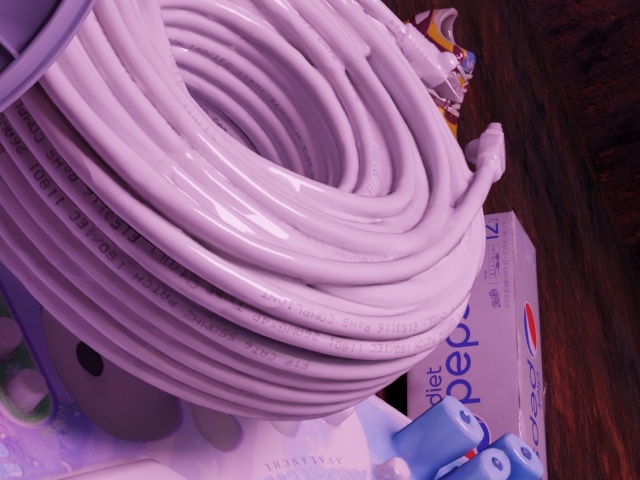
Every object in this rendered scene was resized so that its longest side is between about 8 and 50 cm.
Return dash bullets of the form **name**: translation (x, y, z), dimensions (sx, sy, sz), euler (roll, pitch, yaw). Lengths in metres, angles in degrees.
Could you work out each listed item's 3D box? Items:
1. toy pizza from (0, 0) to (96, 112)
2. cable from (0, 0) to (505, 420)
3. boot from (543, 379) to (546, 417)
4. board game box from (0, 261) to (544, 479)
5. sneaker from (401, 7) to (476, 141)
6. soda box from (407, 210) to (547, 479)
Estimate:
- **toy pizza**: translation (-0.155, -0.117, 0.403), dimensions (0.032, 0.201, 0.201), euler (53, 21, -83)
- **cable**: translation (-0.041, -0.050, 0.522), dimensions (0.257, 0.089, 0.257), euler (40, 31, -13)
- **boot**: translation (0.148, 0.129, 1.139), dimensions (0.106, 0.114, 0.037), euler (-89, 154, -44)
- **board game box**: translation (-0.055, 0.126, 0.433), dimensions (0.390, 0.050, 0.390), euler (37, 31, -21)
- **sneaker**: translation (0.141, -0.178, 1.454), dimensions (0.069, 0.084, 0.185), euler (18, 56, -67)
- **soda box**: translation (0.128, 0.126, 1.049), dimensions (0.091, 0.098, 0.286), euler (45, 41, -57)
